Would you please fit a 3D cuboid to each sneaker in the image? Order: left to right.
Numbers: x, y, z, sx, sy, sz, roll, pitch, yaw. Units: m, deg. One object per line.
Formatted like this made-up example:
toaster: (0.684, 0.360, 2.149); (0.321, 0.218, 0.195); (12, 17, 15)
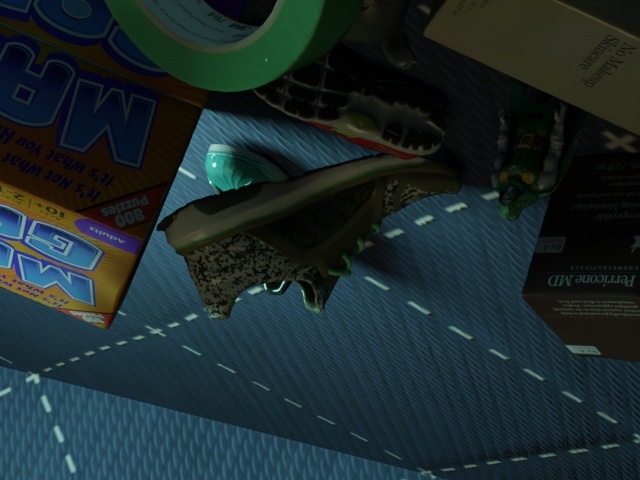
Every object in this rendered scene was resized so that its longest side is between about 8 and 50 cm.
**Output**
sneaker: (-0.093, -0.025, 2.224); (0.108, 0.121, 0.302); (6, 152, 29)
sneaker: (0.000, 0.000, 1.957); (0.410, 0.182, 0.158); (-15, 180, -14)
sneaker: (0.018, -0.167, 1.864); (0.279, 0.107, 0.118); (26, 165, -6)

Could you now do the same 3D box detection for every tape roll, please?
tape roll: (-0.099, -0.308, 1.463); (0.321, 0.077, 0.321); (19, 123, 33)

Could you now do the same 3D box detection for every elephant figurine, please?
elephant figurine: (0.050, -0.310, 1.487); (0.186, 0.169, 0.239); (1, 150, -31)

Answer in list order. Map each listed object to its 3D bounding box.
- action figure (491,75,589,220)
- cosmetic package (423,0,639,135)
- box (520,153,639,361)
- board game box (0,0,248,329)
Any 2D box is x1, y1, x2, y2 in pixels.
action figure: (0.236, -0.121, 1.616); (0.137, 0.232, 0.063); (0, 149, 37)
cosmetic package: (0.280, -0.221, 1.519); (0.309, 0.113, 0.160); (24, 155, -6)
box: (0.377, 0.022, 1.844); (0.168, 0.203, 0.167); (-1, 148, 39)
board game box: (-0.338, -0.160, 1.845); (0.356, 0.356, 0.356); (23, 156, -6)
